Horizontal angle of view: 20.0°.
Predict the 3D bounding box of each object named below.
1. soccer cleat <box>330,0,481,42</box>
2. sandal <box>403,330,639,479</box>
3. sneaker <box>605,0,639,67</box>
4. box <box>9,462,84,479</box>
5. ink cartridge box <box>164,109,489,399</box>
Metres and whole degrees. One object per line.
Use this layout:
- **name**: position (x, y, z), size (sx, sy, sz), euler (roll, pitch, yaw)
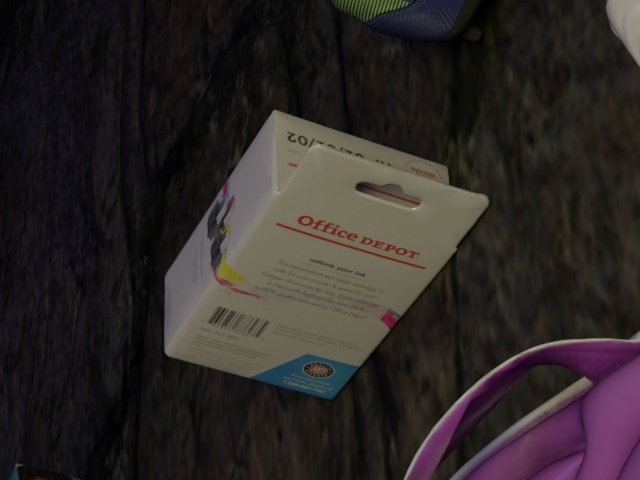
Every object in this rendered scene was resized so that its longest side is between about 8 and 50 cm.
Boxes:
- **soccer cleat**: position (0.021, -0.201, 1.024), size (0.289, 0.121, 0.093), euler (-110, 41, -59)
- **sandal**: position (0.074, 0.114, 0.672), size (0.416, 0.102, 0.169), euler (127, 152, -43)
- **sneaker**: position (0.201, -0.080, 0.549), size (0.232, 0.090, 0.115), euler (-33, 73, 44)
- **box**: position (-0.147, 0.232, 1.158), size (0.060, 0.101, 0.244), euler (-67, 22, 13)
- **ink cartridge box**: position (0.000, 0.000, 0.949), size (0.181, 0.104, 0.061), euler (-53, 29, 42)
